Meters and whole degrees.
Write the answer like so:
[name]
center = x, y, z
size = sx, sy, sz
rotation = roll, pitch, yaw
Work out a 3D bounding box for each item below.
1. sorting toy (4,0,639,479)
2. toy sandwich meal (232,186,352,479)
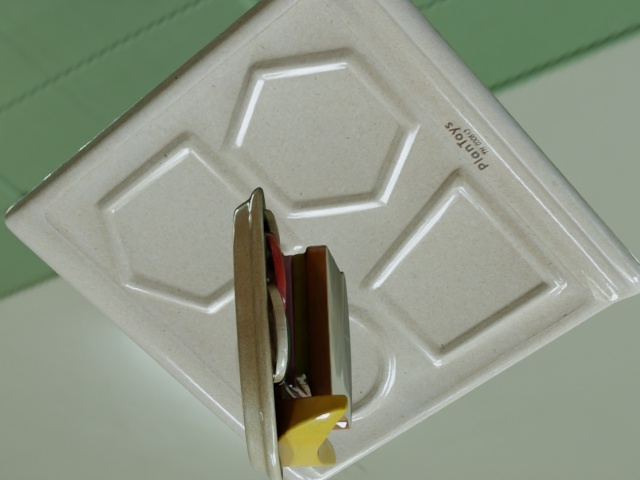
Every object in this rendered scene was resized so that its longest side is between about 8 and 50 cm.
[sorting toy]
center = 0.000, 0.000, 0.559
size = 0.208, 0.193, 0.038
rotation = -33, -157, 28
[toy sandwich meal]
center = -0.005, 0.025, 0.347
size = 0.029, 0.086, 0.086
rotation = -4, -136, -1
